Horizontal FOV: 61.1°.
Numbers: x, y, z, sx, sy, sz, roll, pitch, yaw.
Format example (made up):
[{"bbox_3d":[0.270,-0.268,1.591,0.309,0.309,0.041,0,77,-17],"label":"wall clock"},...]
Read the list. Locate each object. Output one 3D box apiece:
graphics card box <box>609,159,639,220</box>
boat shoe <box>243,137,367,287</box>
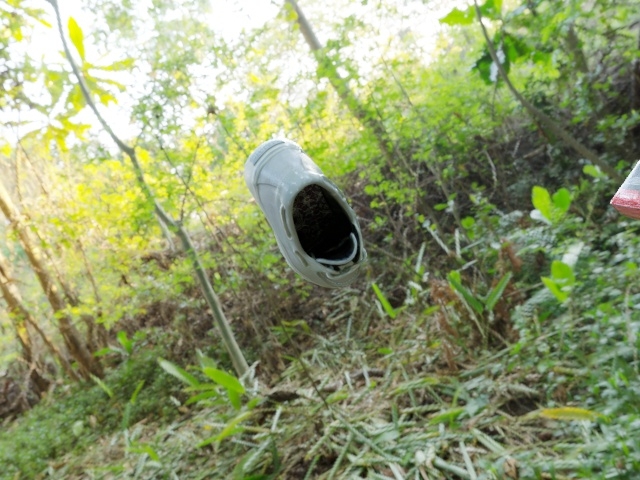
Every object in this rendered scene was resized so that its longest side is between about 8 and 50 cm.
[{"bbox_3d":[0.848,-0.200,1.196,0.370,0.094,0.233,-57,13,3],"label":"graphics card box"},{"bbox_3d":[0.001,-0.001,0.526,0.079,0.081,0.227,-38,-37,-4],"label":"boat shoe"}]
